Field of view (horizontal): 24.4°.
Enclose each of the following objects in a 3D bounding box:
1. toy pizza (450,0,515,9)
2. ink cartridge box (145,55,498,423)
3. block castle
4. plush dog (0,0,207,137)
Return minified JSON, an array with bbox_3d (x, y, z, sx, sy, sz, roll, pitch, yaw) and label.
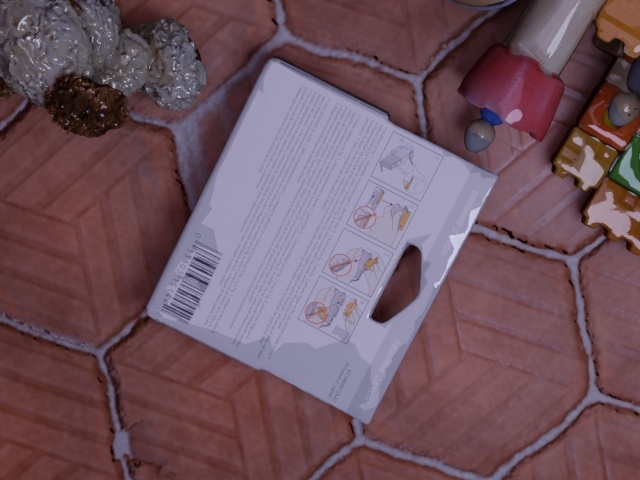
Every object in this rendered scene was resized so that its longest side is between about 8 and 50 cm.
[{"bbox_3d":[0.133,-0.315,1.416,0.201,0.032,0.201,28,132,36],"label":"toy pizza"},{"bbox_3d":[0.000,0.000,1.518,0.261,0.066,0.296,27,100,0],"label":"ink cartridge box"},{"bbox_3d":[0.345,-0.068,1.365,0.453,0.303,0.213,31,100,0],"label":"block castle"},{"bbox_3d":[-0.260,-0.202,1.427,0.211,0.225,0.262,-32,95,8],"label":"plush dog"}]
